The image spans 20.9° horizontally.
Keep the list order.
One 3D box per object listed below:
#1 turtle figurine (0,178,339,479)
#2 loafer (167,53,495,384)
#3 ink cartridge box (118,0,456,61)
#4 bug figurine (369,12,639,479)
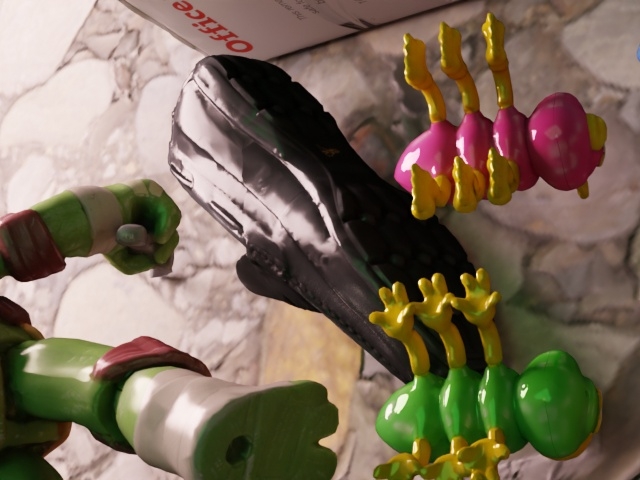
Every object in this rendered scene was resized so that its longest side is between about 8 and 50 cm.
[{"bbox_3d":[-0.093,0.083,0.753,0.198,0.275,0.266,-46,43,-17],"label":"turtle figurine"},{"bbox_3d":[0.000,0.000,0.802,0.223,0.076,0.078,48,122,36],"label":"loafer"},{"bbox_3d":[-0.002,-0.173,0.812,0.219,0.160,0.093,-12,63,34],"label":"ink cartridge box"},{"bbox_3d":[0.125,0.005,0.676,0.216,0.072,0.279,-6,62,19],"label":"bug figurine"}]
